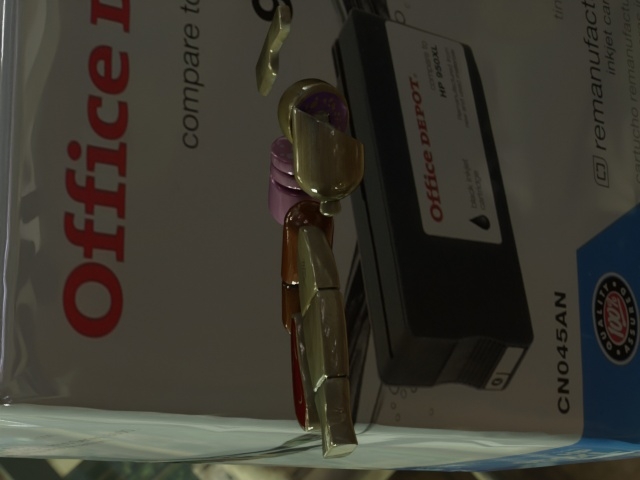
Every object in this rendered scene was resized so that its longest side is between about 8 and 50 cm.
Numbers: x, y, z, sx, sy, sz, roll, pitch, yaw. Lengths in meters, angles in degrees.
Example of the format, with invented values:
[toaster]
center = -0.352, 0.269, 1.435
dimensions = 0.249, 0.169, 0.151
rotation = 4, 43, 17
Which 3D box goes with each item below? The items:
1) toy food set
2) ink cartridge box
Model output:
[toy food set]
center = 0.000, 0.000, 0.371
dimensions = 0.078, 0.019, 0.122
rotation = 131, 134, -75
[ink cartridge box]
center = -0.011, -0.039, 0.635
dimensions = 0.166, 0.395, 0.285
rotation = -17, 70, 49
